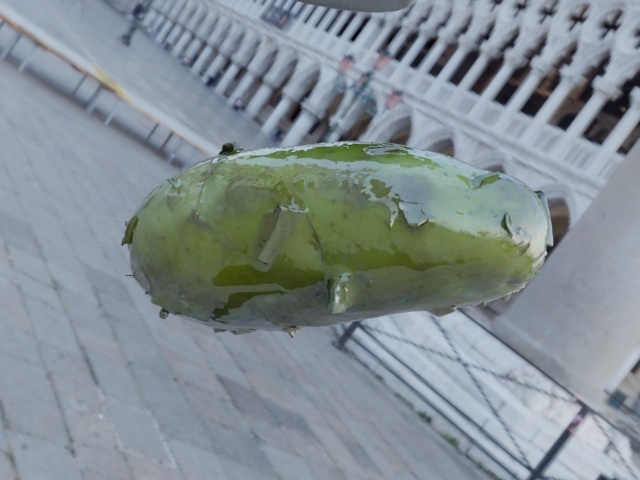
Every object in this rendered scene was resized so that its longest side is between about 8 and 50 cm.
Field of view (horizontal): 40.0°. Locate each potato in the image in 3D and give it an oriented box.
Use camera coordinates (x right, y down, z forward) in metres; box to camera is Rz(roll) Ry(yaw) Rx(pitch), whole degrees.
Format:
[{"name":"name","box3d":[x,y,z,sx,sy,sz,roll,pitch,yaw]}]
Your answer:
[{"name":"potato","box3d":[0.000,0.000,0.434,0.226,0.090,0.117,-5,-20,29]}]

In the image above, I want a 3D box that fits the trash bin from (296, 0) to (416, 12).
[{"name":"trash bin","box3d":[0.023,-0.313,0.565,0.219,0.250,0.220,-4,50,-48]}]
